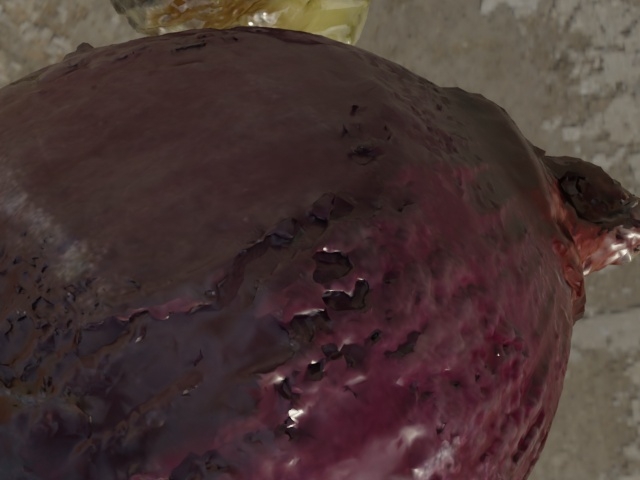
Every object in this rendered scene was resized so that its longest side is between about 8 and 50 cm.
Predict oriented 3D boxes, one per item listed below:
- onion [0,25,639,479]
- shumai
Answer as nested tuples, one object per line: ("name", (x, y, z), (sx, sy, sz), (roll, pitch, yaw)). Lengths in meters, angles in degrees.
("onion", (0.000, 0.000, 0.507), (0.348, 0.267, 0.159), (-29, 152, -22))
("shumai", (-0.032, -0.166, 0.749), (0.161, 0.209, 0.153), (-14, 125, 22))
